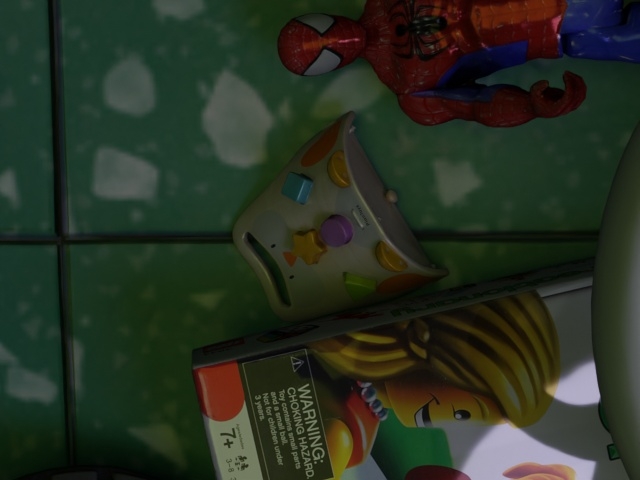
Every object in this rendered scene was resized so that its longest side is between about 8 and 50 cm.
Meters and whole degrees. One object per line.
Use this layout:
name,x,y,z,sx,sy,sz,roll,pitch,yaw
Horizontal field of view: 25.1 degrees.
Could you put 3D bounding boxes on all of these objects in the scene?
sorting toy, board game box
sorting toy,0.000,0.000,0.625,0.075,0.045,0.083,-30,91,29
board game box,0.072,0.174,0.603,0.192,0.053,0.305,-13,95,-4

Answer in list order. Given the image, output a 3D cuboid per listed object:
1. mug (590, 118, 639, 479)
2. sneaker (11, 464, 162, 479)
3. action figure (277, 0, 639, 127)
mug,0.273,0.032,0.460,0.374,0.276,0.328,7,89,-1
sneaker,-0.153,0.160,0.637,0.267,0.106,0.101,1,67,-10
action figure,0.113,-0.096,0.548,0.280,0.139,0.092,-8,94,11
